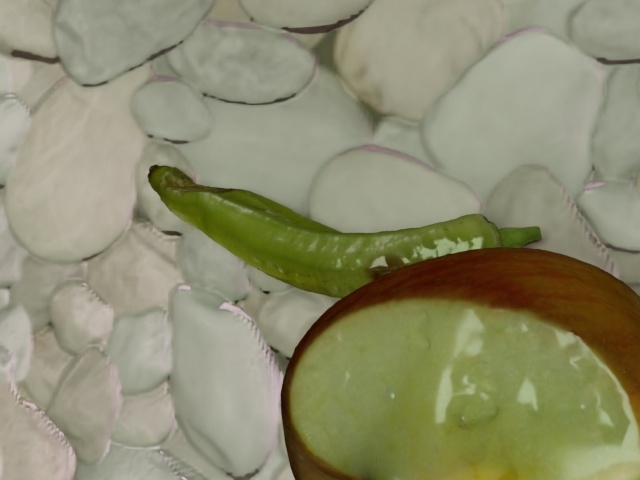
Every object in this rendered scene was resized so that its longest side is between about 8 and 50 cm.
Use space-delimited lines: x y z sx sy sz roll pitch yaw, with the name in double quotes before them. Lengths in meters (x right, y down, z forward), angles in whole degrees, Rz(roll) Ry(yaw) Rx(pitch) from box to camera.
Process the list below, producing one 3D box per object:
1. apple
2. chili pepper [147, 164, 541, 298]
"apple" 0.078 0.099 0.620 0.173 0.160 0.195 -26 74 12
"chili pepper" 0.000 0.001 0.725 0.208 0.043 0.049 9 100 21
